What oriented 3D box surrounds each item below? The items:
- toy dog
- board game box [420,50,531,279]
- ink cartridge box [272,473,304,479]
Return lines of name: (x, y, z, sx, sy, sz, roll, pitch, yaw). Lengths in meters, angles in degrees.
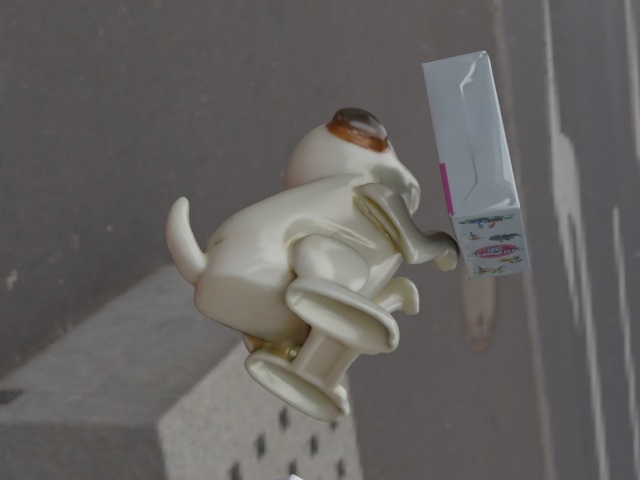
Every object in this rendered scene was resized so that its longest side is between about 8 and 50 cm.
toy dog: (0.000, 0.000, 1.932, 0.284, 0.395, 0.408, 106, 10, -48)
board game box: (0.219, -0.093, 1.813, 0.303, 0.097, 0.224, 53, 27, -69)
ink cartridge box: (-0.011, 0.367, 1.596, 0.224, 0.181, 0.056, 36, 51, -25)
